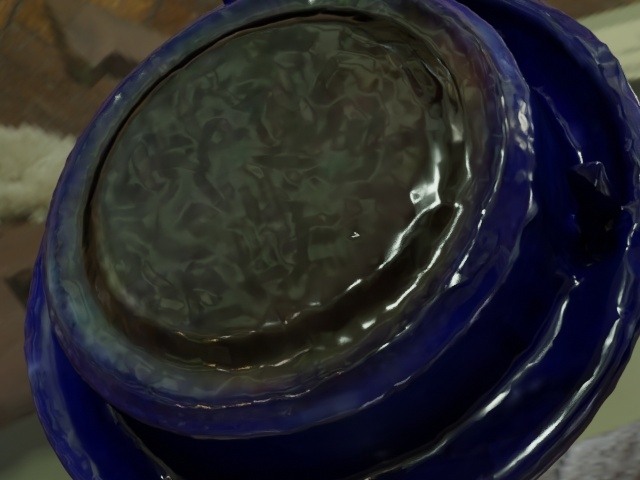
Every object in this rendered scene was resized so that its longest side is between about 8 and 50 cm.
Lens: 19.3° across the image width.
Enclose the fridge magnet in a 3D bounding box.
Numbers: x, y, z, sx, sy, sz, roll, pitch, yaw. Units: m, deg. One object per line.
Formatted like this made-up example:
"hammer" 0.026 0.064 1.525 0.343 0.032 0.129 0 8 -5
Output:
"fridge magnet" 0.000 0.000 0.725 0.112 0.265 0.265 50 59 -51
